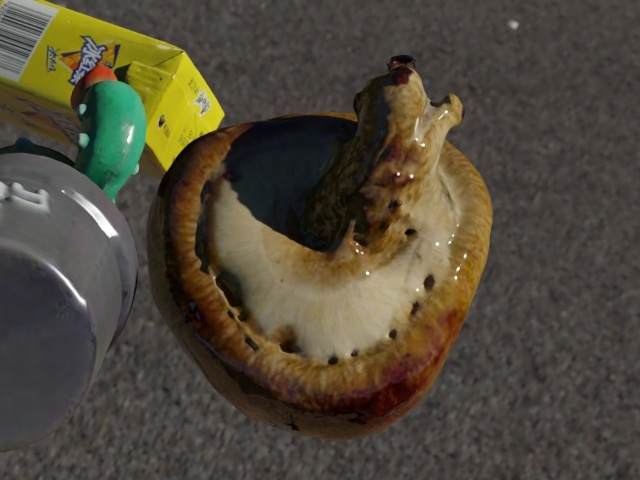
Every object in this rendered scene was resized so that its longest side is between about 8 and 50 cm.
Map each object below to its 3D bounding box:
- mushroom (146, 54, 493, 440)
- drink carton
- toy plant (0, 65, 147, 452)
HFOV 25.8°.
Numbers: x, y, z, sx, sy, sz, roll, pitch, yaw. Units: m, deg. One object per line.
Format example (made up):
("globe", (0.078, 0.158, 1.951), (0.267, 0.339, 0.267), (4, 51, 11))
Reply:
("mushroom", (0.000, 0.000, 1.316), (0.345, 0.259, 0.345), (2, 65, -5))
("drink carton", (-0.291, -0.180, 1.504), (0.351, 0.111, 0.154), (20, -14, 19))
("toy plant", (-0.229, 0.008, 1.072), (0.185, 0.279, 0.400), (23, 12, -12))
